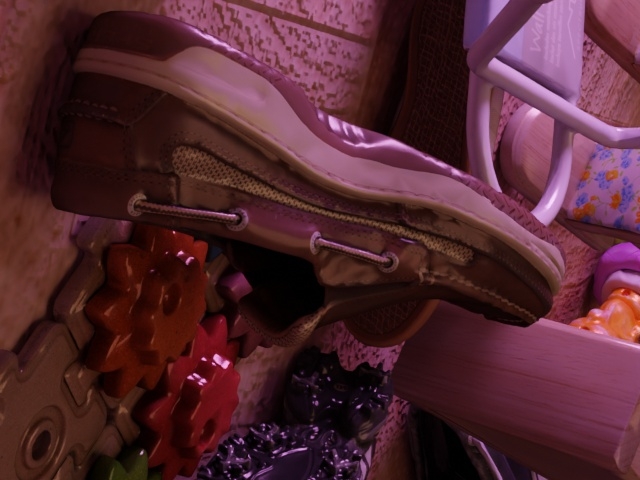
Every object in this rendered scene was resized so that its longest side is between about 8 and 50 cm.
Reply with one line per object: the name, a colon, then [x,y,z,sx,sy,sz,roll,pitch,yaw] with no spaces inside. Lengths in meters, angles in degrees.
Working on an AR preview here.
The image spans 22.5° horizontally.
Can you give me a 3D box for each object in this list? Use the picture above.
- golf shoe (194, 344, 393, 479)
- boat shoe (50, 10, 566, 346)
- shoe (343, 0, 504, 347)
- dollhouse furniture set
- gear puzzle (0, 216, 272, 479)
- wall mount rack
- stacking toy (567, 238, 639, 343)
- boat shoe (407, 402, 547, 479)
golf shoe: [-0.014,0.137,0.847,0.198,0.077,0.094,-41,149,-59]
boat shoe: [-0.005,0.000,0.677,0.257,0.095,0.095,26,79,-32]
shoe: [0.067,-0.042,0.912,0.058,0.076,0.219,24,81,-60]
dollhouse furniture set: [0.250,-0.025,0.996,0.256,0.362,0.394,32,78,-42]
gear puzzle: [-0.086,0.085,0.698,0.339,0.044,0.175,-59,153,-29]
wall mount rack: [0.137,-0.185,0.828,0.304,0.130,0.350,19,73,-56]
stacking toy: [0.313,0.031,1.453,0.302,0.175,0.166,-39,139,-34]
boat shoe: [0.119,0.206,1.162,0.105,0.113,0.306,-45,143,-36]
